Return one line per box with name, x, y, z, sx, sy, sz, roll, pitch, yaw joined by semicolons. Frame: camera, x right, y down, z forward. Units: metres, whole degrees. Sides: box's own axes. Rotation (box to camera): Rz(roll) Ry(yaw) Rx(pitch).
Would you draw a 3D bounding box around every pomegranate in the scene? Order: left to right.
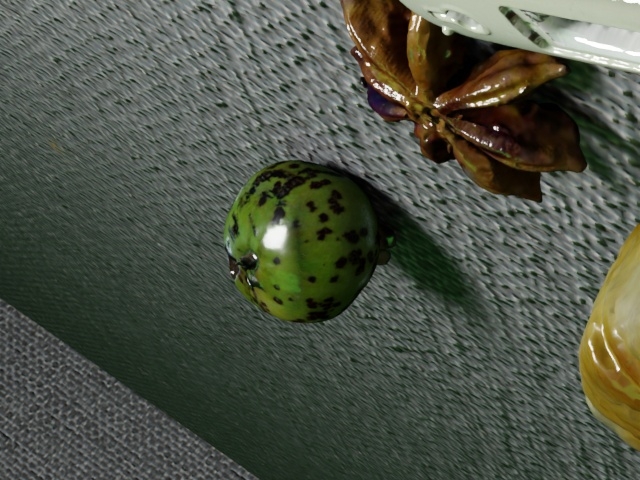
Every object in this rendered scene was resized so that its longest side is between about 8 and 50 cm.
pomegranate;0.000;0.000;1.242;0.122;0.122;0.161;26;-161;40

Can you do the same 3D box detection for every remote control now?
remote control;0.111;-0.104;0.736;0.221;0.042;0.078;19;171;46

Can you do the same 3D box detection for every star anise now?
star anise;0.072;-0.080;0.893;0.168;0.057;0.168;35;167;10

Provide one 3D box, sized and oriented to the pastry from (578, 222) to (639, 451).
pastry;0.266;0.084;0.768;0.330;0.136;0.329;33;168;8
